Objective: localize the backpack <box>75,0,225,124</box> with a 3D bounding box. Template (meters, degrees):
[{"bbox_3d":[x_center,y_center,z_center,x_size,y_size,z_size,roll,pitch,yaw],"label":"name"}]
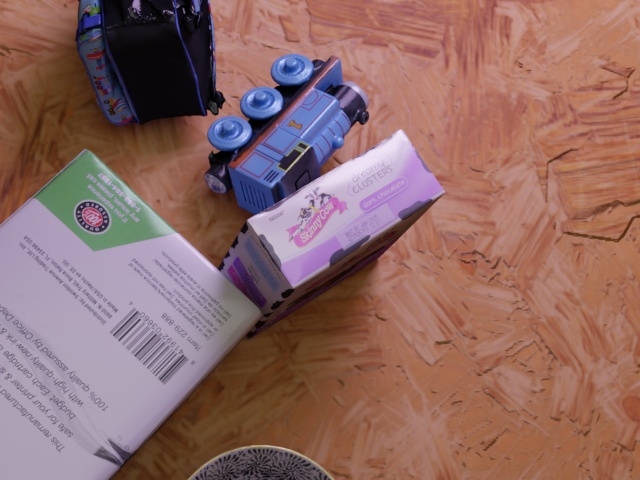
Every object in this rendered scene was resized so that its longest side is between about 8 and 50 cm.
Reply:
[{"bbox_3d":[-0.161,-0.215,1.031,0.116,0.158,0.173,-9,61,1],"label":"backpack"}]

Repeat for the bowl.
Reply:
[{"bbox_3d":[-0.057,0.265,0.941,0.170,0.080,0.170,5,72,-14],"label":"bowl"}]

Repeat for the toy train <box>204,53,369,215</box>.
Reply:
[{"bbox_3d":[-0.029,-0.102,1.053,0.105,0.080,0.184,29,61,24],"label":"toy train"}]

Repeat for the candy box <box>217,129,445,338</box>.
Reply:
[{"bbox_3d":[0.000,0.000,0.978,0.164,0.196,0.070,-31,83,-21],"label":"candy box"}]

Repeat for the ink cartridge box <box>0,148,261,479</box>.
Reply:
[{"bbox_3d":[-0.227,0.103,0.924,0.211,0.121,0.289,44,67,1],"label":"ink cartridge box"}]
